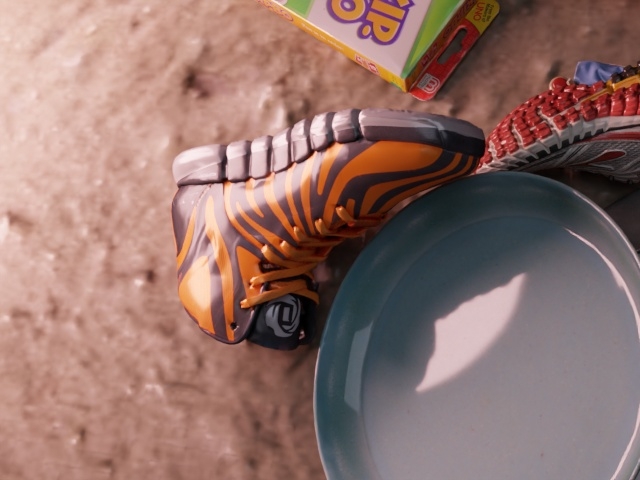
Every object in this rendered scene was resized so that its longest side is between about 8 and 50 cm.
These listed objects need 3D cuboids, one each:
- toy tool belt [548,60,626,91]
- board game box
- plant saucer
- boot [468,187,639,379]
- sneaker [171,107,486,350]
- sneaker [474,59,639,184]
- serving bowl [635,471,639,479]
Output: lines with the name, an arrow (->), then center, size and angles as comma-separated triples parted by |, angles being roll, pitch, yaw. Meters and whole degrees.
toy tool belt -> 0.242, -0.138, 0.945 | 0.083, 0.051, 0.052 | 12, 75, 16
board game box -> 0.034, -0.246, 1.037 | 0.259, 0.039, 0.124 | 35, 83, 17
plant saucer -> 0.124, 0.103, 0.830 | 0.318, 0.044, 0.317 | -17, 65, 40
boot -> 0.242, 0.055, 0.878 | 0.209, 0.076, 0.189 | -19, 70, -1
sneaker -> 0.000, 0.000, 0.891 | 0.321, 0.125, 0.180 | -10, 76, 44
sneaker -> 0.233, -0.080, 0.899 | 0.225, 0.092, 0.088 | -15, 28, 31
serving bowl -> 0.257, 0.165, 0.851 | 0.083, 0.027, 0.083 | -1, 81, 4
